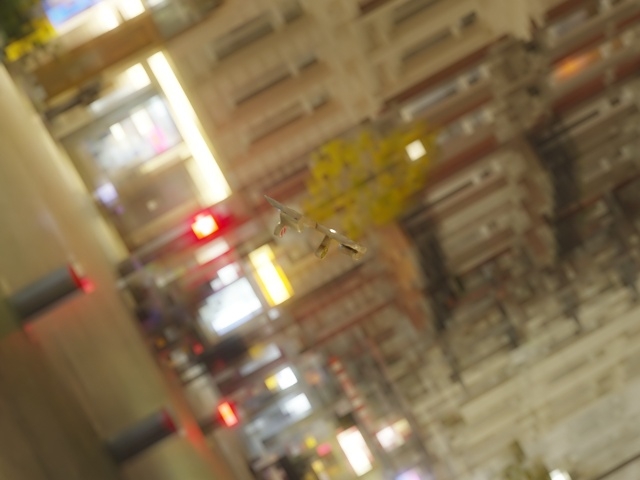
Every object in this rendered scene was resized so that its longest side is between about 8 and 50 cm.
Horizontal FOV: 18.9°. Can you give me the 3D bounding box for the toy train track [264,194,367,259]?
[{"bbox_3d":[0.000,0.000,0.851,0.048,0.014,0.083,28,2,23],"label":"toy train track"}]
